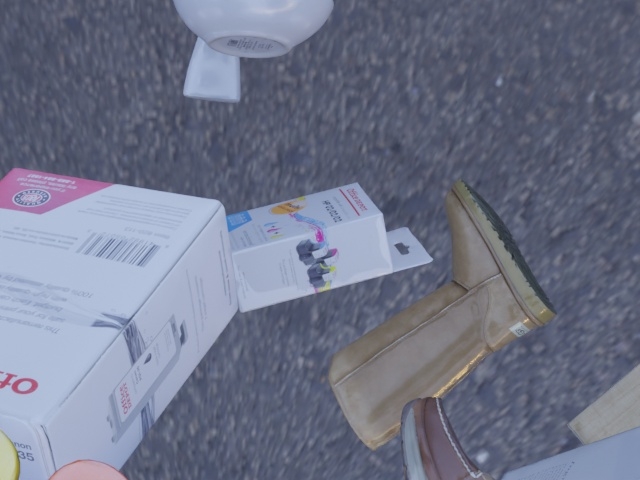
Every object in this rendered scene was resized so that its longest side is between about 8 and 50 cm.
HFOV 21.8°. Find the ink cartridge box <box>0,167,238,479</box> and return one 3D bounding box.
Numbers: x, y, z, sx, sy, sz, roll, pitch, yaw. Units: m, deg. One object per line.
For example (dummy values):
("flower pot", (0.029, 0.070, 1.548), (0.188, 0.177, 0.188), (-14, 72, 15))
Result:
("ink cartridge box", (-0.219, 0.075, 1.287), (0.207, 0.117, 0.283), (10, 38, 22))

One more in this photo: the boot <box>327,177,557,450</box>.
("boot", (0.117, 0.081, 1.971), (0.269, 0.089, 0.236), (-36, 48, 13))

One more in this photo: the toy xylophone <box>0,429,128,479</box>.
("toy xylophone", (-0.182, 0.175, 0.670), (0.322, 0.081, 0.236), (24, 74, 5))

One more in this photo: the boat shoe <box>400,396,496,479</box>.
("boat shoe", (0.157, 0.285, 1.557), (0.116, 0.123, 0.324), (-17, 56, -1))

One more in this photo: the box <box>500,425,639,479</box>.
("box", (0.217, 0.249, 1.029), (0.215, 0.345, 0.168), (34, 71, -3))

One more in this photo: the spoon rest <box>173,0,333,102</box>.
("spoon rest", (-0.074, -0.193, 1.466), (0.137, 0.276, 0.084), (5, 80, -13))

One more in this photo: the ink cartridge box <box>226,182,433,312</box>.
("ink cartridge box", (0.000, 0.000, 1.509), (0.181, 0.104, 0.062), (-14, 111, -8))

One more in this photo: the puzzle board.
("puzzle board", (0.300, 0.162, 1.490), (0.128, 0.011, 0.096), (-38, 83, -7))
